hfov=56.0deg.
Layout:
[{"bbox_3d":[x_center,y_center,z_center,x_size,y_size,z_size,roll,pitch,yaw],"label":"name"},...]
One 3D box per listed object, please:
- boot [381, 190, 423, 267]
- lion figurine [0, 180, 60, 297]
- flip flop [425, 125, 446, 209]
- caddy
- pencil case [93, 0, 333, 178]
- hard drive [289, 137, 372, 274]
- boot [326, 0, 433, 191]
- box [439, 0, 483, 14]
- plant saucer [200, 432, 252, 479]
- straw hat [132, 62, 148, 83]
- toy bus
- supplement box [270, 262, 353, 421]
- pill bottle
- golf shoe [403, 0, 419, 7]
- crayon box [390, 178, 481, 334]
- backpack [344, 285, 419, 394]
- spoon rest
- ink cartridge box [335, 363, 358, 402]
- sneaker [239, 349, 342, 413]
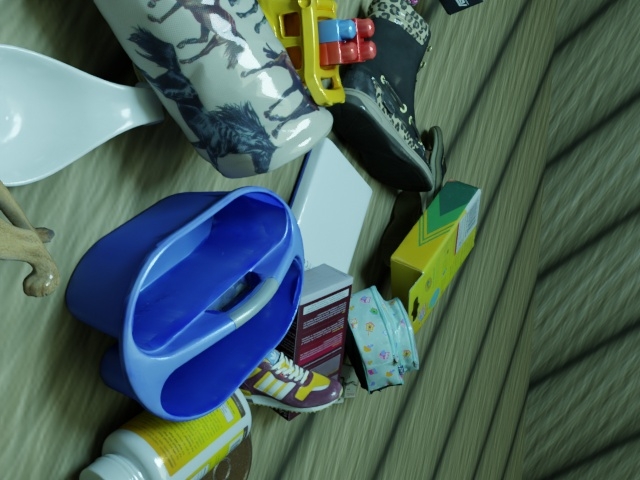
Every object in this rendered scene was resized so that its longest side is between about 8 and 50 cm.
[{"bbox_3d":[0.216,0.006,1.426,0.165,0.077,0.213,56,43,-45],"label":"boot"},{"bbox_3d":[-0.376,0.012,0.438,0.392,0.142,0.240,-54,147,-47],"label":"lion figurine"},{"bbox_3d":[0.259,-0.175,1.452,0.112,0.080,0.277,69,26,-47],"label":"flip flop"},{"bbox_3d":[-0.146,0.070,0.783,0.341,0.179,0.241,-45,131,-45],"label":"caddy"},{"bbox_3d":[-0.143,-0.255,0.677,0.410,0.160,0.183,56,36,-27],"label":"pencil case"},{"bbox_3d":[0.000,0.000,1.124,0.210,0.040,0.318,42,61,-51],"label":"hard drive"},{"bbox_3d":[0.162,-0.289,1.254,0.377,0.138,0.284,36,65,-47],"label":"boot"},{"bbox_3d":[0.208,-0.694,1.205,0.395,0.097,0.318,19,61,-57],"label":"box"},{"bbox_3d":[-0.164,0.353,0.932,0.199,0.036,0.198,-11,103,-56],"label":"plant saucer"},{"bbox_3d":[-0.174,-0.246,0.798,0.145,0.061,0.144,-12,104,-55],"label":"straw hat"},{"bbox_3d":[-0.026,-0.248,0.872,0.149,0.212,0.220,-41,131,-65],"label":"toy bus"},{"bbox_3d":[-0.023,0.172,1.027,0.130,0.073,0.239,-17,122,-44],"label":"supplement box"},{"bbox_3d":[-0.198,0.270,0.787,0.215,0.117,0.117,-30,120,-51],"label":"pill bottle"},{"bbox_3d":[0.164,-0.588,1.282,0.086,0.068,0.186,-129,-155,-79],"label":"golf shoe"},{"bbox_3d":[0.240,0.041,1.315,0.318,0.081,0.202,-50,150,-31],"label":"crayon box"},{"bbox_3d":[0.110,0.186,1.190,0.165,0.145,0.188,-105,172,-52],"label":"backpack"},{"bbox_3d":[-0.270,-0.140,0.645,0.276,0.084,0.137,-27,117,-54],"label":"spoon rest"},{"bbox_3d":[0.055,0.304,1.268,0.048,0.028,0.083,19,79,-56],"label":"ink cartridge box"},{"bbox_3d":[-0.059,0.212,0.935,0.069,0.186,0.083,-60,148,-66],"label":"sneaker"}]
